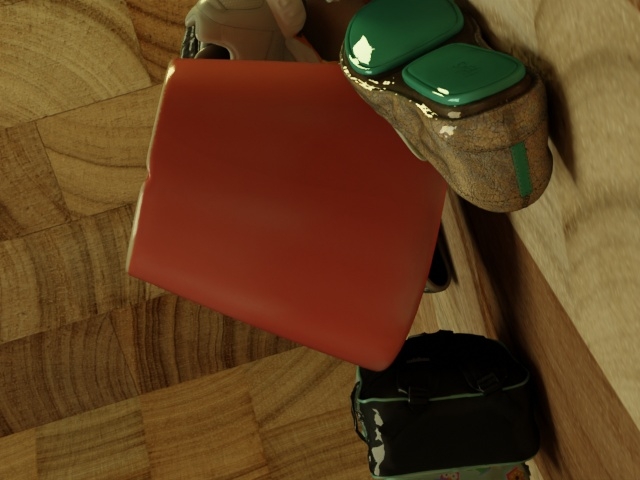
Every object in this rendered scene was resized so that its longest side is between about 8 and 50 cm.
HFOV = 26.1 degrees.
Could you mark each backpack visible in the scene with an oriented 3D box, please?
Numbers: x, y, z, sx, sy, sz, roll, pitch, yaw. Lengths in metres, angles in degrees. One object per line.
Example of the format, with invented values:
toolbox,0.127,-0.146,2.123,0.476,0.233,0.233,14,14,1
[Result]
backpack,0.112,0.160,1.282,0.188,0.165,0.144,-104,4,-72

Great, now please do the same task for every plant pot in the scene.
plant pot,-0.034,-0.041,1.217,0.275,0.243,0.275,-167,90,-84

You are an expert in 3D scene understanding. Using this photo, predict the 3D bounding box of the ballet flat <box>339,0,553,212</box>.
ballet flat,0.086,-0.097,0.985,0.316,0.107,0.106,-110,-3,-66

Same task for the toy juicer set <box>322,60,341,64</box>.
toy juicer set,-0.014,-0.324,1.817,0.329,0.089,0.209,65,-163,-44

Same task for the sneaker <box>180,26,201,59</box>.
sneaker,-0.044,-0.170,1.689,0.410,0.158,0.182,49,-157,-46

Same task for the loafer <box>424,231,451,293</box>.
loafer,0.083,-0.063,1.511,0.084,0.096,0.267,21,137,62

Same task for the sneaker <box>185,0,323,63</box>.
sneaker,-0.068,-0.180,1.391,0.099,0.121,0.262,51,172,31

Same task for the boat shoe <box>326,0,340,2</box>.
boat shoe,0.009,-0.262,1.210,0.302,0.094,0.109,-156,48,-77

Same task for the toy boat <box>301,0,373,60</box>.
toy boat,-0.022,-0.310,1.465,0.231,0.151,0.151,33,160,5
